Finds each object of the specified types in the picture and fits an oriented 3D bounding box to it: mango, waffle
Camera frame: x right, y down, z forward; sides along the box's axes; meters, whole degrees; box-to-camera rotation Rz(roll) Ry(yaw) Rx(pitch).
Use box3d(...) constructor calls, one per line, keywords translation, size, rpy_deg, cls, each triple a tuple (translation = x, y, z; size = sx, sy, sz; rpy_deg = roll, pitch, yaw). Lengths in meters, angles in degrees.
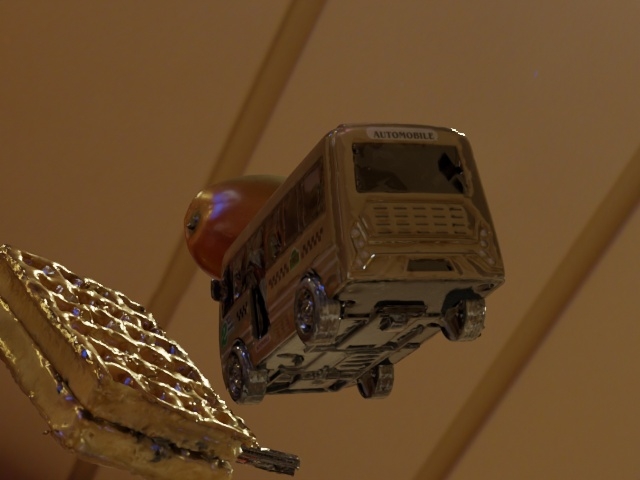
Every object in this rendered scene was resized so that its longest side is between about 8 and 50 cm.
box3d(translation=(-0.001, 0.002, 1.440), size=(0.289, 0.146, 0.129), rpy_deg=(5, -63, -7), cls="mango")
box3d(translation=(-0.220, 0.131, 1.392), size=(0.213, 0.308, 0.091), rpy_deg=(30, -82, -40), cls="waffle")

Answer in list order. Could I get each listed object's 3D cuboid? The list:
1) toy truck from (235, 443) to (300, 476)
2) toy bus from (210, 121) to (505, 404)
box3d(translation=(-0.063, 0.225, 1.411), size=(0.083, 0.024, 0.032), rpy_deg=(16, -18, -10), cls="toy truck")
box3d(translation=(0.015, 0.026, 1.046), size=(0.139, 0.157, 0.289), rpy_deg=(0, -21, -21), cls="toy bus")
